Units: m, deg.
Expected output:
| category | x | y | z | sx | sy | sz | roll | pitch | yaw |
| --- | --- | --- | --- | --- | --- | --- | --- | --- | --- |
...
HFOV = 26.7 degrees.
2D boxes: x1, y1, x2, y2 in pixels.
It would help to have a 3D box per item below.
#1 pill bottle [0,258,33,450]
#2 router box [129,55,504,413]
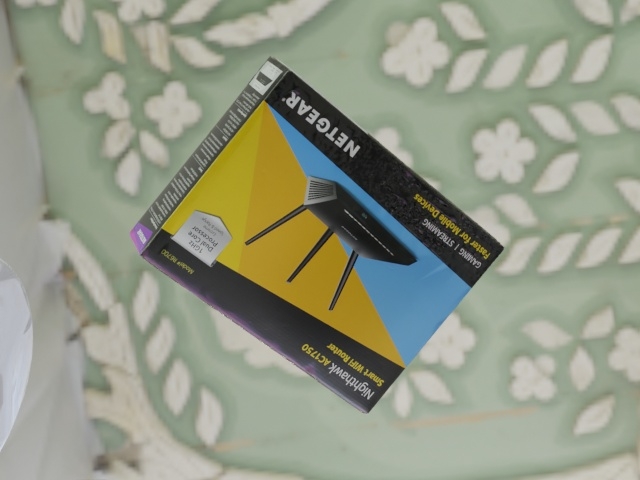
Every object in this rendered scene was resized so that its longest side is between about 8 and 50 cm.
| category | x | y | z | sx | sy | sz | roll | pitch | yaw |
| --- | --- | --- | --- | --- | --- | --- | --- | --- | --- |
| pill bottle | -0.278 | 0.037 | 0.632 | 0.153 | 0.265 | 0.153 | 13 | -90 | -68 |
| router box | 0.000 | 0.000 | 0.787 | 0.179 | 0.133 | 0.046 | 37 | -175 | -25 |
